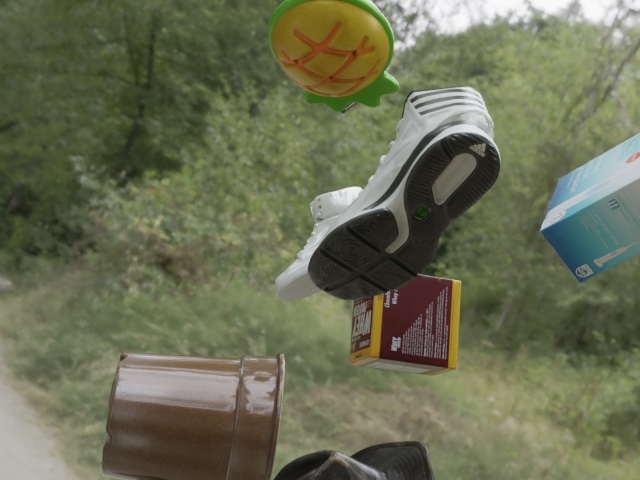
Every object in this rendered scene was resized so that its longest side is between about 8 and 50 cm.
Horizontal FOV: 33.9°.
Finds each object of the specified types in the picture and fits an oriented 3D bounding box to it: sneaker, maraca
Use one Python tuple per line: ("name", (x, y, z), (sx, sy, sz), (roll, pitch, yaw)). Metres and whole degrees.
("sneaker", (0.000, 0.000, 2.315), (0.169, 0.293, 0.108), (56, -5, 27))
("sneaker", (0.151, -0.093, 1.851), (0.169, 0.257, 0.447), (33, -54, -18))
("maraca", (0.016, -0.192, 1.085), (0.127, 0.099, 0.185), (-3, -30, 16))

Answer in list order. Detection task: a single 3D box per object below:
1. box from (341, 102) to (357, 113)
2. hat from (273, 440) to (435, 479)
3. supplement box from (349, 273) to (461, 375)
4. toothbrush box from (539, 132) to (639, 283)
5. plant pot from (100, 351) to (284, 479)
("box", (0.010, -0.319, 1.833), (0.232, 0.087, 0.058), (44, 13, -52))
("hat", (0.001, 0.378, 1.485), (0.134, 0.331, 0.331), (44, -13, -17))
("supplement box", (0.177, 0.173, 2.209), (0.194, 0.191, 0.129), (9, -16, -16))
("toothbrush box", (0.548, -0.084, 1.802), (0.296, 0.216, 0.126), (-31, -76, 35))
("plant pot", (-0.130, 0.184, 1.063), (0.165, 0.166, 0.167), (10, -7, -6))
